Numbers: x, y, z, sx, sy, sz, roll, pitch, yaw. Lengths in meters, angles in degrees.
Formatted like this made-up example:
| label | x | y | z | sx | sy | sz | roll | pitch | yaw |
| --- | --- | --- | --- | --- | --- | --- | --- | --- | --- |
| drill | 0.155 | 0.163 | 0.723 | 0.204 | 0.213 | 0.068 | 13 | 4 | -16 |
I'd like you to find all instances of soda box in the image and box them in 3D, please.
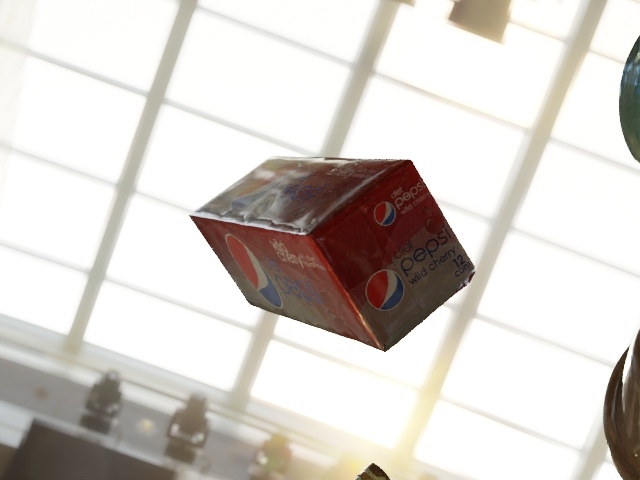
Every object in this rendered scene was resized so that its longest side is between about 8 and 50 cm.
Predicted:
| label | x | y | z | sx | sy | sz | roll | pitch | yaw |
| --- | --- | --- | --- | --- | --- | --- | --- | --- | --- |
| soda box | 0.000 | 0.000 | 1.017 | 0.092 | 0.083 | 0.263 | 58 | 164 | -15 |

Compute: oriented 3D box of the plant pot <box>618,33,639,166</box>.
| label | x | y | z | sx | sy | sz | roll | pitch | yaw |
| --- | --- | --- | --- | --- | --- | --- | --- | --- | --- |
| plant pot | 0.585 | -0.189 | 2.056 | 0.293 | 0.293 | 0.196 | 17 | -172 | -25 |

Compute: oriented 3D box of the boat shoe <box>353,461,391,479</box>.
| label | x | y | z | sx | sy | sz | roll | pitch | yaw |
| --- | --- | --- | --- | --- | --- | --- | --- | --- | --- |
| boat shoe | 0.104 | 0.412 | 2.177 | 0.190 | 0.072 | 0.068 | 53 | 170 | -12 |

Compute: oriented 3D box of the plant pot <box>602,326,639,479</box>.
| label | x | y | z | sx | sy | sz | roll | pitch | yaw |
| --- | --- | --- | --- | --- | --- | --- | --- | --- | --- |
| plant pot | 0.420 | 0.159 | 1.600 | 0.263 | 0.263 | 0.229 | 24 | 165 | 29 |
